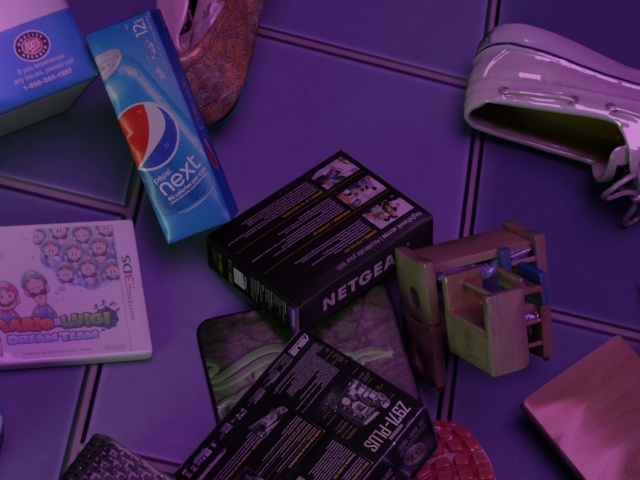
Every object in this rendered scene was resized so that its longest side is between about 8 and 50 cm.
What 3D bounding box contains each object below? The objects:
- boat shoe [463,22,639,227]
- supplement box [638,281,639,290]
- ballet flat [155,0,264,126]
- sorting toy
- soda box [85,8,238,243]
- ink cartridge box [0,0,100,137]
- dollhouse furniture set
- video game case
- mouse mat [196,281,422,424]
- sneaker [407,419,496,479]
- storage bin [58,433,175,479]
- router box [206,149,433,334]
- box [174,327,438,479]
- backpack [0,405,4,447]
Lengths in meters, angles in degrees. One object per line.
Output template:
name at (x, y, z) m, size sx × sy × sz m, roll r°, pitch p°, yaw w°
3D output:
boat shoe at (0.317, -0.092, 1.800) m, size 0.367 × 0.136 × 0.156 m, roll 22°, pitch 59°, yaw 1°
supplement box at (0.378, 0.060, 1.788) m, size 0.098 × 0.036 × 0.062 m, roll -4°, pitch 63°, yaw -17°
ballet flat at (-0.105, -0.280, 1.794) m, size 0.123 × 0.123 × 0.349 m, roll 15°, pitch 62°, yaw -6°
sorting toy at (0.281, 0.176, 1.694) m, size 0.274 × 0.046 × 0.132 m, roll -31°, pitch 73°, yaw -26°
soda box at (-0.147, -0.108, 1.663) m, size 0.067 × 0.071 × 0.210 m, roll -21°, pitch 97°, yaw 6°
ink cartridge box at (-0.381, -0.237, 1.656) m, size 0.223 × 0.129 × 0.307 m, roll -25°, pitch 88°, yaw -24°
dollhouse furniture set at (0.169, 0.075, 1.621) m, size 0.129 × 0.183 × 0.129 m, roll -14°, pitch 108°, yaw -20°
video game case at (-0.243, 0.049, 1.644) m, size 0.157 × 0.019 × 0.143 m, roll -4°, pitch 63°, yaw -16°
mouse mat at (-0.010, 0.122, 1.645) m, size 0.189 × 0.007 × 0.153 m, roll -13°, pitch 64°, yaw -5°
sneaker at (0.120, 0.289, 1.558) m, size 0.121 × 0.112 × 0.299 m, roll -20°, pitch 51°, yaw -1°
storage bin at (-0.147, 0.260, 1.492) m, size 0.180 × 0.122 × 0.084 m, roll 34°, pitch 59°, yaw 5°
router box at (0.000, 0.000, 1.694) m, size 0.179 × 0.046 × 0.133 m, roll -33°, pitch 53°, yaw -27°
box at (-0.011, 0.191, 1.548) m, size 0.147 × 0.077 × 0.180 m, roll 29°, pitch 67°, yaw 29°
backpack at (-0.332, 0.156, 1.524) m, size 0.114 × 0.084 × 0.105 m, roll 34°, pitch 61°, yaw 2°
